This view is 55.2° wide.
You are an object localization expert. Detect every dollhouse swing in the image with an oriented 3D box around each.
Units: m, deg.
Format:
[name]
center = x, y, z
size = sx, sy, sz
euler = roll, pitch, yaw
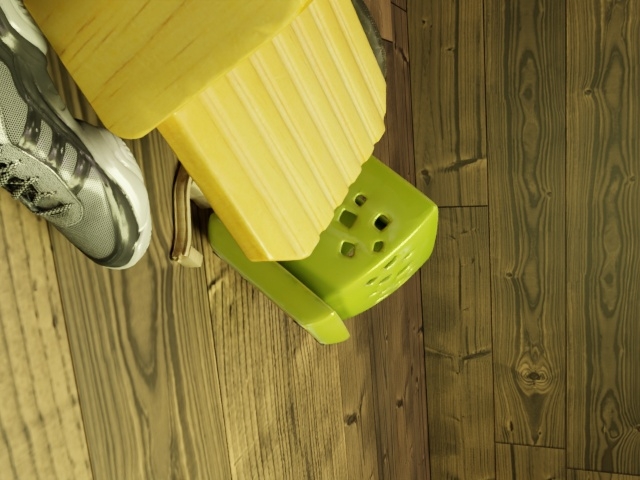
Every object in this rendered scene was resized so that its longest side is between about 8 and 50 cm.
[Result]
[dollhouse swing]
center = 0.025, -0.189, 0.491
size = 0.305, 0.315, 0.346
euler = 48, 49, -21

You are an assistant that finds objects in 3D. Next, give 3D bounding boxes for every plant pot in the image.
[plant pot]
center = 0.000, 0.000, 0.797
size = 0.207, 0.228, 0.227
euler = -50, 164, -8

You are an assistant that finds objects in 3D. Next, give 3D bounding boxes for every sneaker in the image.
[sneaker]
center = -0.226, -0.053, 0.423
size = 0.153, 0.101, 0.268
euler = -68, 145, -46

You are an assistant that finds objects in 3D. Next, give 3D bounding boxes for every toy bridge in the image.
[toy bridge]
center = -0.150, -0.059, 0.741
size = 0.063, 0.026, 0.188
euler = 53, 40, -57

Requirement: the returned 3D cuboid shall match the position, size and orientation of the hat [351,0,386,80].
[hat]
center = 0.010, -0.262, 0.839
size = 0.331, 0.134, 0.331
euler = 61, 3, -5
